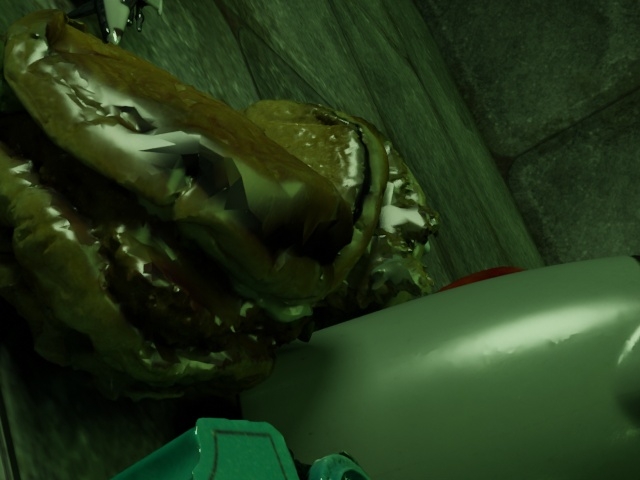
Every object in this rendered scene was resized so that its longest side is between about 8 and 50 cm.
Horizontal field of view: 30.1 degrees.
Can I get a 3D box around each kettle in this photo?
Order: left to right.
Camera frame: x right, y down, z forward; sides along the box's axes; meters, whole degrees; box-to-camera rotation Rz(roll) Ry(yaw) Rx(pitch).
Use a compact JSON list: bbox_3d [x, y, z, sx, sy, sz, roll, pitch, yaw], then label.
[{"bbox_3d":[0.093,0.104,0.667,0.221,0.236,0.161,52,19,-80],"label":"kettle"}]

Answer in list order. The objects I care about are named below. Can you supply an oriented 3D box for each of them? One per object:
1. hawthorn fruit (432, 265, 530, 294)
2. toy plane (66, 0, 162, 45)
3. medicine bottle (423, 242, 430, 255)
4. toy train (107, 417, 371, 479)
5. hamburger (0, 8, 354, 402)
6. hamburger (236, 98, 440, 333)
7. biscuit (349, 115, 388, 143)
[{"bbox_3d":[0.135,0.109,0.941,0.243,0.207,0.207,31,31,-43],"label":"hawthorn fruit"},{"bbox_3d":[-0.150,-0.198,0.813,0.160,0.082,0.234,60,26,-42],"label":"toy plane"},{"bbox_3d":[0.055,-0.027,1.181,0.118,0.055,0.074,39,29,-51],"label":"medicine bottle"},{"bbox_3d":[-0.023,0.164,0.480,0.154,0.107,0.198,19,43,-57],"label":"toy train"},{"bbox_3d":[-0.075,-0.027,0.580,0.183,0.130,0.206,23,29,-57],"label":"hamburger"},{"bbox_3d":[0.000,0.000,0.734,0.185,0.159,0.131,26,-15,43],"label":"hamburger"},{"bbox_3d":[0.042,-0.003,1.051,0.118,0.029,0.247,40,40,-38],"label":"biscuit"}]
